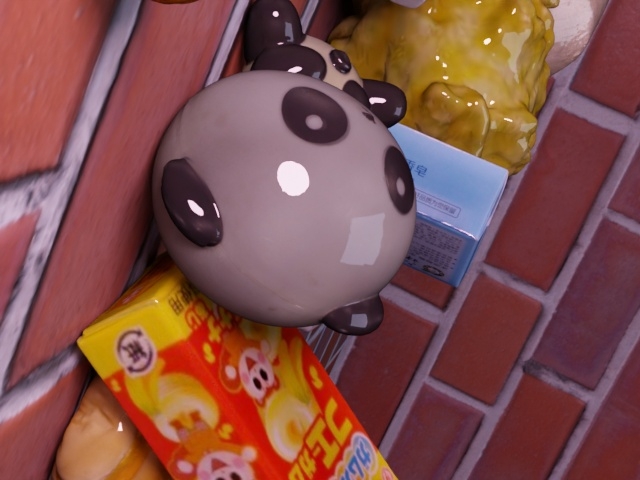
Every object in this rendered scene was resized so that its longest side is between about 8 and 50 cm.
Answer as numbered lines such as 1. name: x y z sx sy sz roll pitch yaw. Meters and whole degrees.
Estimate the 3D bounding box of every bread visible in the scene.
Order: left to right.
1. bread: -0.144 0.193 1.113 0.172 0.121 0.311 -62 170 -9

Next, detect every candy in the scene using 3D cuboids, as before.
1. candy: -0.056 0.139 0.980 0.088 0.276 0.146 -26 -168 29

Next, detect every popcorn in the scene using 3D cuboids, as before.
1. popcorn: 0.118 -0.186 1.266 0.235 0.242 0.250 36 67 -74

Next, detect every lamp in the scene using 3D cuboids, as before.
1. lamp: -0.021 -0.052 0.910 0.197 0.198 0.243 108 -5 -49

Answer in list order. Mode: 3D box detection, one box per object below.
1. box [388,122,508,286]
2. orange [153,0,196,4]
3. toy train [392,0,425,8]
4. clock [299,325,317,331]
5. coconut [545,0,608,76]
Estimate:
1. box: 0.050 -0.053 1.187 0.142 0.232 0.083 96 17 -69
2. orange: -0.073 -0.156 0.606 0.083 0.070 0.083 -166 -90 -87
3. toy train: 0.177 -0.351 1.138 0.407 0.086 0.088 -46 164 -33
4. clock: 0.000 0.000 1.491 0.262 0.116 0.231 -67 172 15
5. coconut: 0.208 -0.303 1.435 0.247 0.245 0.245 -57 170 -50
